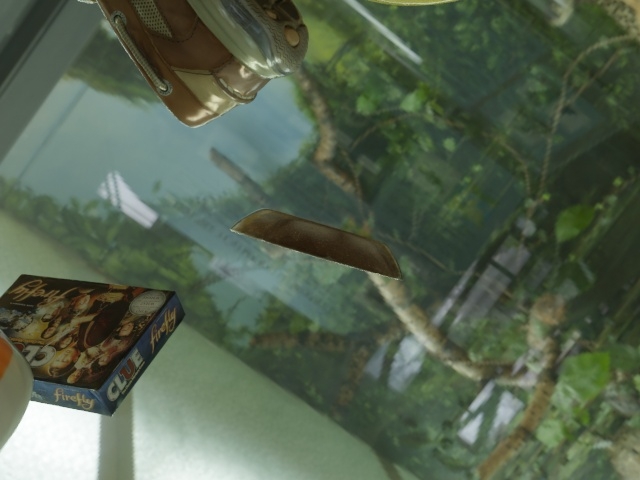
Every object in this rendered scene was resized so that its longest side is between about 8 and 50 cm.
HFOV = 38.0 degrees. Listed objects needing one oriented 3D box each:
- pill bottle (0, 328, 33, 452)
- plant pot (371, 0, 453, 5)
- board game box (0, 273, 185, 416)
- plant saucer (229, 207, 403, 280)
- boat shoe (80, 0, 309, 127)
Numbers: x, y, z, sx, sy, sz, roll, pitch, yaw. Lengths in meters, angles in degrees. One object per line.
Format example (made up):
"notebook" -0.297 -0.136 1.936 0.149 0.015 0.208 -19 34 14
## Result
"pill bottle" -0.372 0.009 0.527 0.392 0.224 0.224 55 179 -19
"plant pot" 0.033 -0.286 0.447 0.254 0.254 0.239 41 -178 41
"board game box" -0.303 0.116 1.091 0.243 0.165 0.042 4 130 27
"plant saucer" 0.000 0.000 1.020 0.198 0.036 0.198 17 180 0
"boat shoe" -0.144 -0.217 0.636 0.324 0.116 0.123 55 -157 12
